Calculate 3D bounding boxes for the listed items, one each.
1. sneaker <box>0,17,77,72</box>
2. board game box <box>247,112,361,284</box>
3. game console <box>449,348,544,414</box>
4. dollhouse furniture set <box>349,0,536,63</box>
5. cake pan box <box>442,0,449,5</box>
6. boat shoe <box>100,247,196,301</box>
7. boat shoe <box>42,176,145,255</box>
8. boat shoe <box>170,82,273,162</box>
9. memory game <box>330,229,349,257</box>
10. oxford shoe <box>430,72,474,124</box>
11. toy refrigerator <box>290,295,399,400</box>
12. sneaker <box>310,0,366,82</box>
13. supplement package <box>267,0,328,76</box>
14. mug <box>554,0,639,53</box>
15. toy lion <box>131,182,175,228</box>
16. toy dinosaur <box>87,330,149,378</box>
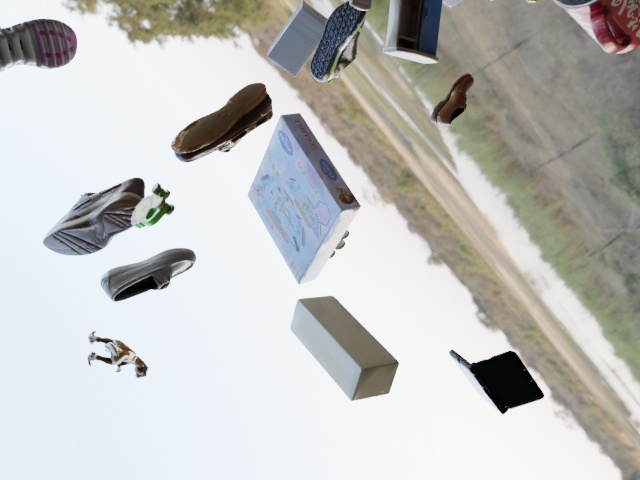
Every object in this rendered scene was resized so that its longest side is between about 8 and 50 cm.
[{"bbox_3d":[-0.577,-0.366,1.314,0.104,0.236,0.095,23,124,39],"label":"sneaker"},{"bbox_3d":[-0.055,-0.104,1.813,0.066,0.318,0.319,-15,-118,-33],"label":"board game box"},{"bbox_3d":[0.285,0.218,1.144,0.122,0.071,0.107,52,174,-25],"label":"game console"},{"bbox_3d":[0.254,-0.491,1.428,0.286,0.198,0.303,1,-174,-39],"label":"dollhouse furniture set"},{"bbox_3d":[0.466,-0.808,2.122,0.070,0.245,0.267,61,-156,-1],"label":"cake pan box"},{"bbox_3d":[-0.310,0.066,1.300,0.184,0.066,0.063,-14,-130,-33],"label":"boat shoe"},{"bbox_3d":[-0.581,-0.066,1.821,0.123,0.342,0.123,37,-141,-39],"label":"boat shoe"},{"bbox_3d":[-0.160,-0.188,1.202,0.073,0.207,0.073,33,151,37],"label":"boat shoe"},{"bbox_3d":[0.000,0.000,2.051,0.012,0.186,0.186,59,180,-39],"label":"memory game"},{"bbox_3d":[0.432,-0.436,2.195,0.076,0.212,0.076,26,159,28],"label":"oxford shoe"},{"bbox_3d":[0.046,0.233,1.541,0.102,0.094,0.269,-3,-150,-34],"label":"toy refrigerator"},{"bbox_3d":[0.055,-0.495,1.750,0.097,0.235,0.084,-13,-120,-44],"label":"sneaker"},{"bbox_3d":[-0.064,-0.595,2.066,0.105,0.179,0.105,33,-155,-18],"label":"supplement package"},{"bbox_3d":[0.443,-0.357,1.101,0.113,0.150,0.169,18,176,45],"label":"mug"},{"bbox_3d":[-0.332,-0.059,1.368,0.034,0.096,0.100,38,-169,-35],"label":"toy lion"},{"bbox_3d":[-0.371,0.198,1.272,0.211,0.112,0.064,71,-153,-67],"label":"toy dinosaur"}]
